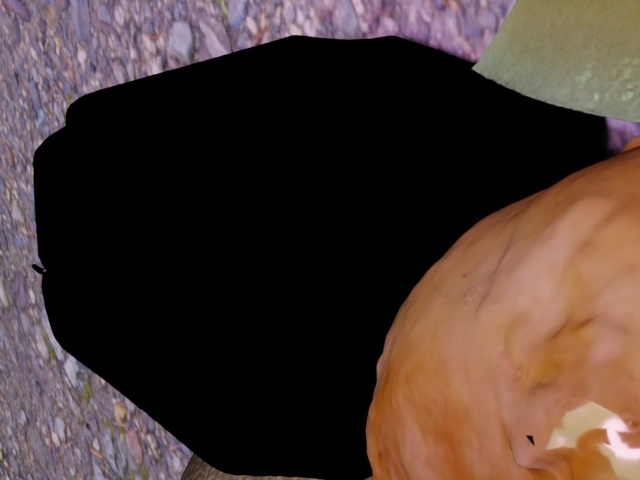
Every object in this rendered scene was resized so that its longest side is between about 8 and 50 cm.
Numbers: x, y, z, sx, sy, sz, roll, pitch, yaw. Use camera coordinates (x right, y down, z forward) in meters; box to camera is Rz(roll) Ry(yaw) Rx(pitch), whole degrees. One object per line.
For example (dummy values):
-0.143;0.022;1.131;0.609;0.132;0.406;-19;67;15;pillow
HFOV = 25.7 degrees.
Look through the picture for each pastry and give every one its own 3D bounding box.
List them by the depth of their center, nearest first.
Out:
0.208;0.129;0.582;0.409;0.245;0.410;37;151;24;pastry

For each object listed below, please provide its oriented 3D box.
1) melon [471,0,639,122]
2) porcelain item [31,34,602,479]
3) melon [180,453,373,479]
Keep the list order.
0.193;-0.114;0.707;0.261;0.053;0.114;11;98;49;melon
0.000;0.000;0.808;0.281;0.286;0.157;29;129;44;porcelain item
0.022;0.195;0.925;0.237;0.237;0.302;58;144;19;melon
